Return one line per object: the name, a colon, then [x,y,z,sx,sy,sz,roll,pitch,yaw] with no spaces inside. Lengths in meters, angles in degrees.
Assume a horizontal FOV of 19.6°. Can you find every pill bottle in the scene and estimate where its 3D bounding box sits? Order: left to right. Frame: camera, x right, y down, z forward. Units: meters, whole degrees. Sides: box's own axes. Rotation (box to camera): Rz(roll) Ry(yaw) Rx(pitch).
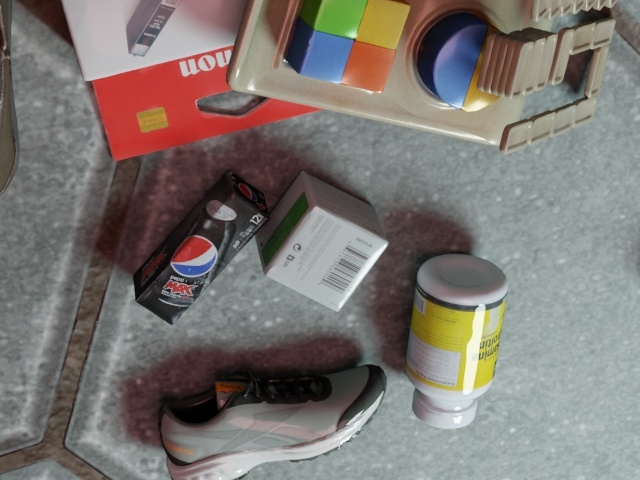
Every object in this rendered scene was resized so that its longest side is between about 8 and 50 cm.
pill bottle: [0.150,0.115,2.085,0.103,0.103,0.184,0,119,-10]

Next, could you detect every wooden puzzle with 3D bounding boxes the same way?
wooden puzzle: [0.107,-0.262,1.824,0.347,0.080,0.322,9,109,-27]

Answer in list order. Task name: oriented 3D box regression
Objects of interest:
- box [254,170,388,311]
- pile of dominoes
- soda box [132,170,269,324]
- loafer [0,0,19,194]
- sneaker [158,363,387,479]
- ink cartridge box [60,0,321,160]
box: [0.000,0.000,2.003,0.102,0.087,0.101,28,111,-22]
pile of dominoes: [0.235,-0.200,1.882,0.040,0.251,0.196,20,111,25]
soda box: [-0.130,0.008,2.000,0.053,0.060,0.169,35,108,-24]
loafer: [-0.357,-0.183,1.812,0.133,0.130,0.366,-11,120,-4]
sneaker: [-0.055,0.193,2.098,0.271,0.100,0.108,-19,115,1]
ink cartridge box: [-0.100,-0.214,1.879,0.296,0.066,0.261,-14,120,-2]
